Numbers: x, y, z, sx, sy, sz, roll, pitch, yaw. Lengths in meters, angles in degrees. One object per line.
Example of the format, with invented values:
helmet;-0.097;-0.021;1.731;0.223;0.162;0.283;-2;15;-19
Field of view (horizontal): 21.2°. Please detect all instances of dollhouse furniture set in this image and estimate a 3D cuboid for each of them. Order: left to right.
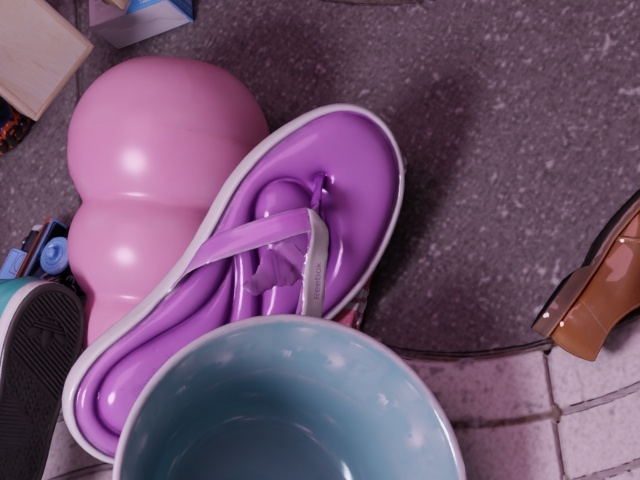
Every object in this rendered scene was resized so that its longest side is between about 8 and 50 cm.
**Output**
dollhouse furniture set;-0.400;-0.273;1.884;0.303;0.174;0.355;-52;36;-7

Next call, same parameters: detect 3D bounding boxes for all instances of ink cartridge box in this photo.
ink cartridge box;-0.205;-0.321;1.929;0.104;0.061;0.181;-16;64;23

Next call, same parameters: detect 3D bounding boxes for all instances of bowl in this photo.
bowl;-0.042;0.235;1.504;0.311;0.163;0.311;5;72;-15

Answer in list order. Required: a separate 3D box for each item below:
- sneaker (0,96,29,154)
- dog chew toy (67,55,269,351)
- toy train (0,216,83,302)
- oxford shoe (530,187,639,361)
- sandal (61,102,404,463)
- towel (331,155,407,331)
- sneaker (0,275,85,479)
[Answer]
sneaker;-0.422;-0.097;1.955;0.221;0.083;0.087;-46;42;-2
dog chew toy;-0.162;-0.010;1.703;0.206;0.206;0.332;3;81;29
toy train;-0.306;0.061;1.818;0.105;0.080;0.184;18;79;39
oxford shoe;0.280;0.016;1.534;0.076;0.076;0.212;36;87;4
sandal;-0.064;0.056;1.585;0.416;0.169;0.102;-49;18;0
towel;0.000;0.000;1.708;0.144;0.029;0.197;7;71;30
sneaker;-0.350;0.165;1.677;0.178;0.124;0.295;16;81;52
